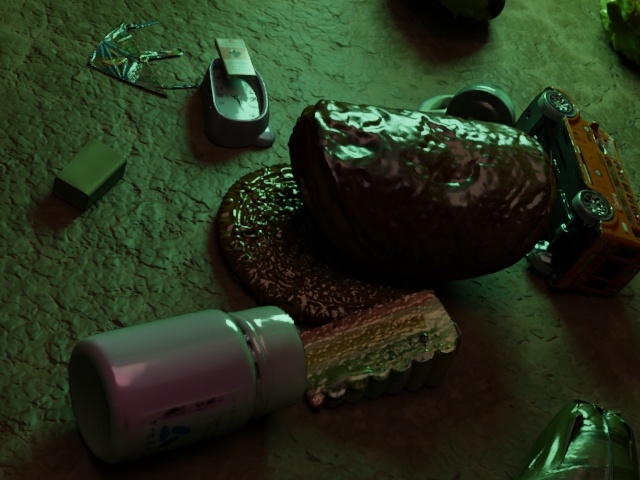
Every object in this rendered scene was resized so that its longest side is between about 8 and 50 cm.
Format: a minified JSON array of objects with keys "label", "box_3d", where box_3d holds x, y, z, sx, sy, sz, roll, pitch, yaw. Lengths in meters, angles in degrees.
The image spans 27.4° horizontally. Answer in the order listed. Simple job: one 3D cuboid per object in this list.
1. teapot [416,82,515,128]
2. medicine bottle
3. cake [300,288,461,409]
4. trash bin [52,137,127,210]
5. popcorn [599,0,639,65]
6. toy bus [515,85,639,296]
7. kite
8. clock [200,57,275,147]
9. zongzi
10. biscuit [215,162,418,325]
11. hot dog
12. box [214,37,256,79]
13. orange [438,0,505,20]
[{"label":"teapot","box_3d":[0.245,-0.197,2.099,0.111,0.149,0.108,63,28,-13]},{"label":"medicine bottle","box_3d":[-0.153,0.161,1.535,0.255,0.152,0.152,-10,53,-31]},{"label":"cake","box_3d":[0.067,0.154,1.714,0.225,0.090,0.109,-18,58,-13]},{"label":"trash bin","box_3d":[-0.314,-0.089,1.784,0.061,0.043,0.092,30,45,6]},{"label":"popcorn","box_3d":[0.610,-0.434,2.366,0.259,0.259,0.212,27,68,4]},{"label":"toy bus","box_3d":[0.389,-0.079,2.003,0.153,0.143,0.329,14,43,-24]},{"label":"kite","box_3d":[-0.282,-0.282,2.005,0.160,0.010,0.183,-12,54,-32]},{"label":"clock","box_3d":[-0.120,-0.208,1.972,0.110,0.050,0.152,5,47,-18]},{"label":"zongzi","box_3d":[0.258,0.295,1.602,0.274,0.125,0.250,10,46,-6]},{"label":"biscuit","box_3d":[0.000,0.000,1.832,0.305,0.038,0.305,12,45,-12]},{"label":"hot dog","box_3d":[0.138,-0.081,1.826,0.388,0.174,0.267,7,50,-18]},{"label":"box","box_3d":[-0.130,-0.275,1.987,0.046,0.012,0.083,-2,49,-24]},{"label":"orange","box_3d":[0.243,-0.547,2.317,0.210,0.271,0.368,-3,40,18]}]
